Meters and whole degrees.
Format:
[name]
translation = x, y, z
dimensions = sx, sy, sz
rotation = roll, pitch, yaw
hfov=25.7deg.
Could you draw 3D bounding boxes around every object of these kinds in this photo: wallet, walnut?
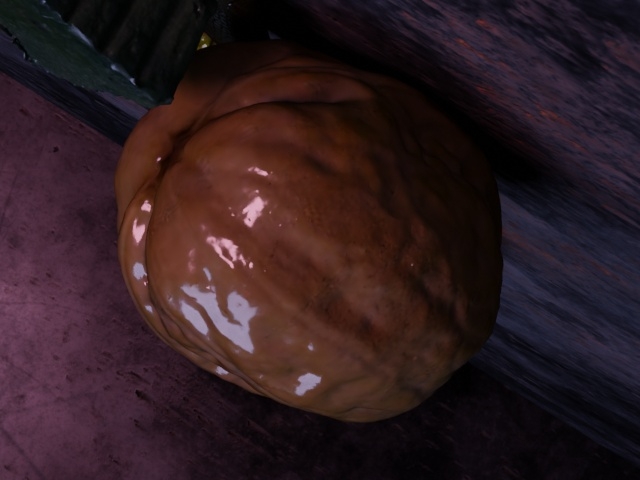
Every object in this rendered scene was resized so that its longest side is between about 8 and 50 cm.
[wallet]
translation = -0.107, -0.213, 1.134
dimensions = 0.133, 0.039, 0.243
rotation = 34, 173, 8
[walnut]
translation = 0.002, -0.003, 1.166
dimensions = 0.344, 0.306, 0.306
rotation = 38, 171, -38

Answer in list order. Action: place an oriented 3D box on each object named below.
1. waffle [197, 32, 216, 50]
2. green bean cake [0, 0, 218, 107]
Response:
[waffle]
translation = -0.086, -0.157, 1.432
dimensions = 0.254, 0.052, 0.245
rotation = 26, 170, 35
[green bean cake]
translation = -0.200, -0.198, 1.037
dimensions = 0.193, 0.107, 0.208
rotation = 21, 169, 48
